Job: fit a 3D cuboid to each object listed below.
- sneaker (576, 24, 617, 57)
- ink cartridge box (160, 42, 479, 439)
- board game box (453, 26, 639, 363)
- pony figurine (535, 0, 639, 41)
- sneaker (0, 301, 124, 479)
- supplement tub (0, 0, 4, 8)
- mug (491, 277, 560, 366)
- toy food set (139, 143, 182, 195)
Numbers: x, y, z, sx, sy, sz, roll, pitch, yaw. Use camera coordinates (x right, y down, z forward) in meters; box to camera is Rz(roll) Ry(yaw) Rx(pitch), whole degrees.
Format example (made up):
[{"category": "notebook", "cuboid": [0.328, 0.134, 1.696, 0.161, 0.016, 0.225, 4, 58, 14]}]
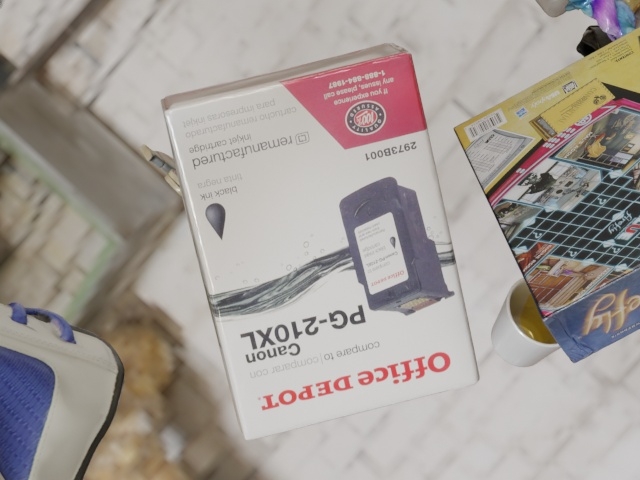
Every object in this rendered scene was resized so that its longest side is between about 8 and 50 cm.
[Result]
[{"category": "sneaker", "cuboid": [0.262, -0.116, 1.672, 0.084, 0.152, 0.058, -9, -9, -9]}, {"category": "ink cartridge box", "cuboid": [0.000, 0.000, 1.351, 0.172, 0.237, 0.100, -14, 11, -4]}, {"category": "board game box", "cuboid": [0.205, -0.056, 1.022, 0.243, 0.165, 0.042, -28, -49, 8]}, {"category": "pony figurine", "cuboid": [0.288, -0.268, 1.504, 0.302, 0.363, 0.351, 4, -51, -30]}, {"category": "sneaker", "cuboid": [-0.190, 0.041, 0.809, 0.127, 0.315, 0.182, -22, -4, 34]}, {"category": "supplement tub", "cuboid": [-0.371, -0.143, 1.232, 0.325, 0.235, 0.235, -41, -8, -11]}, {"category": "mug", "cuboid": [0.172, 0.070, 1.542, 0.064, 0.078, 0.062, 121, 149, -56]}, {"category": "toy food set", "cuboid": [-0.100, -0.047, 1.695, 0.019, 0.078, 0.122, -46, -29, 11]}]
